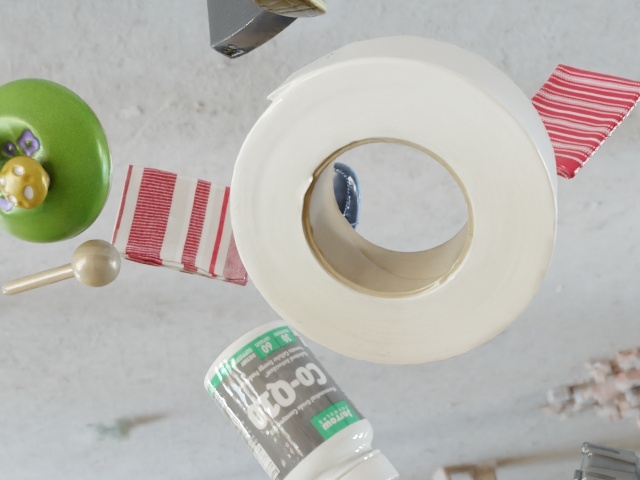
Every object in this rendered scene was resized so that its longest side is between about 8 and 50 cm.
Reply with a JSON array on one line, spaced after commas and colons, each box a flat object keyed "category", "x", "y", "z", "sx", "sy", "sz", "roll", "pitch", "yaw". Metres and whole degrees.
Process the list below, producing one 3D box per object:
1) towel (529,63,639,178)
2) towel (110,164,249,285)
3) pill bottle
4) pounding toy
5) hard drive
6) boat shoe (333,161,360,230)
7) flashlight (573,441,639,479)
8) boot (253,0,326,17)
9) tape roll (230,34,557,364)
[{"category": "towel", "x": 0.457, "y": -0.229, "z": 1.754, "sx": 0.275, "sy": 0.199, "sz": 0.031, "roll": -46, "pitch": 136, "yaw": -22}, {"category": "towel", "x": -0.307, "y": -0.040, "z": 2.193, "sx": 0.329, "sy": 0.237, "sz": 0.037, "roll": 13, "pitch": 157, "yaw": -13}, {"category": "pill bottle", "x": -0.034, "y": 0.340, "z": 1.717, "sx": 0.204, "sy": 0.361, "sz": 0.204, "roll": -35, "pitch": 160, "yaw": -15}, {"category": "pounding toy", "x": -0.321, "y": -0.052, "z": 0.996, "sx": 0.183, "sy": 0.237, "sz": 0.110, "roll": -9, "pitch": -173, "yaw": 21}, {"category": "hard drive", "x": -0.101, "y": -0.379, "z": 1.383, "sx": 0.054, "sy": 0.172, "sz": 0.254, "roll": -2, "pitch": 174, "yaw": -31}, {"category": "boat shoe", "x": 0.000, "y": 0.000, "z": 1.550, "sx": 0.109, "sy": 0.258, "sz": 0.089, "roll": 21, "pitch": -159, "yaw": 24}, {"category": "flashlight", "x": 0.448, "y": 0.299, "z": 1.076, "sx": 0.304, "sy": 0.103, "sz": 0.103, "roll": 13, "pitch": 177, "yaw": 11}, {"category": "boot", "x": -0.061, "y": -0.382, "z": 1.171, "sx": 0.077, "sy": 0.165, "sz": 0.213, "roll": -3, "pitch": 165, "yaw": 41}, {"category": "tape roll", "x": 0.066, "y": -0.035, "z": 0.840, "sx": 0.286, "sy": 0.286, "sz": 0.100, "roll": -21, "pitch": -164, "yaw": 22}]
